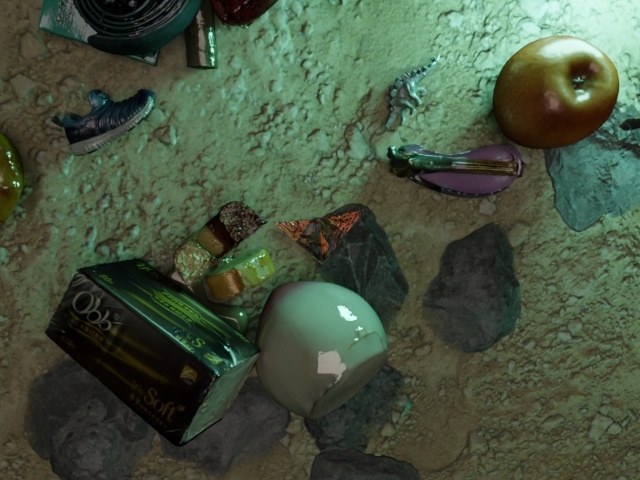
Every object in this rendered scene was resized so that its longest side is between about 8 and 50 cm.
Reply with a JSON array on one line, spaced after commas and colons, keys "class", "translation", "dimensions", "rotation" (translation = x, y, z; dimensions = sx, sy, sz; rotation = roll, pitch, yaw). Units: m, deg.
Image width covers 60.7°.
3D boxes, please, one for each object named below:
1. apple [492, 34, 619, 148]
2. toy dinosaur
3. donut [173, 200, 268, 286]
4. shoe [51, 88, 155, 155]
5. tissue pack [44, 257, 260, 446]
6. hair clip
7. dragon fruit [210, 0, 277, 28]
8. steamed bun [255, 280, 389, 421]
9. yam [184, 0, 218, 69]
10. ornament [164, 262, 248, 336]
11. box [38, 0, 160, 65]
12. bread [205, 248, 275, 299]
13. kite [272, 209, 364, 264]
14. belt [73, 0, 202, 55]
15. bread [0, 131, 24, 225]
[{"class": "apple", "translation": [0.529, -0.332, 1.232], "dimensions": [0.271, 0.206, 0.252], "rotation": [3, 99, -11]}, {"class": "toy dinosaur", "translation": [0.206, -0.346, 1.245], "dimensions": [0.082, 0.039, 0.209], "rotation": [38, 92, -15]}, {"class": "donut", "translation": [-0.228, -0.001, 1.185], "dimensions": [0.217, 0.141, 0.085], "rotation": [-42, 98, -9]}, {"class": "shoe", "translation": [-0.430, -0.255, 1.104], "dimensions": [0.207, 0.091, 0.106], "rotation": [-27, 112, -1]}, {"class": "tissue pack", "translation": [-0.336, 0.208, 1.100], "dimensions": [0.370, 0.210, 0.198], "rotation": [33, 105, 14]}, {"class": "hair clip", "translation": [0.330, -0.169, 1.305], "dimensions": [0.358, 0.095, 0.110], "rotation": [2, 67, -21]}, {"class": "dragon fruit", "translation": [-0.171, -0.523, 1.099], "dimensions": [0.127, 0.120, 0.161], "rotation": [-28, 97, 10]}, {"class": "steamed bun", "translation": [-0.020, 0.215, 1.219], "dimensions": [0.309, 0.309, 0.310], "rotation": [-3, 103, -11]}, {"class": "yam", "translation": [-0.246, -0.436, 1.116], "dimensions": [0.068, 0.068, 0.170], "rotation": [-4, 105, -11]}, {"class": "ornament", "translation": [-0.278, 0.178, 1.251], "dimensions": [0.230, 0.061, 0.245], "rotation": [14, 95, -12]}, {"class": "box", "translation": [-0.421, -0.460, 1.085], "dimensions": [0.226, 0.042, 0.161], "rotation": [14, 100, -14]}, {"class": "bread", "translation": [-0.176, 0.070, 1.210], "dimensions": [0.149, 0.122, 0.073], "rotation": [-30, 104, -32]}, {"class": "kite", "translation": [0.000, 0.000, 1.297], "dimensions": [0.222, 0.008, 0.125], "rotation": [-7, 104, -10]}, {"class": "belt", "translation": [-0.340, -0.464, 1.017], "dimensions": [0.206, 0.116, 0.267], "rotation": [43, 92, -4]}, {"class": "bread", "translation": [-0.707, -0.120, 1.053], "dimensions": [0.268, 0.146, 0.269], "rotation": [-2, 106, -8]}]
